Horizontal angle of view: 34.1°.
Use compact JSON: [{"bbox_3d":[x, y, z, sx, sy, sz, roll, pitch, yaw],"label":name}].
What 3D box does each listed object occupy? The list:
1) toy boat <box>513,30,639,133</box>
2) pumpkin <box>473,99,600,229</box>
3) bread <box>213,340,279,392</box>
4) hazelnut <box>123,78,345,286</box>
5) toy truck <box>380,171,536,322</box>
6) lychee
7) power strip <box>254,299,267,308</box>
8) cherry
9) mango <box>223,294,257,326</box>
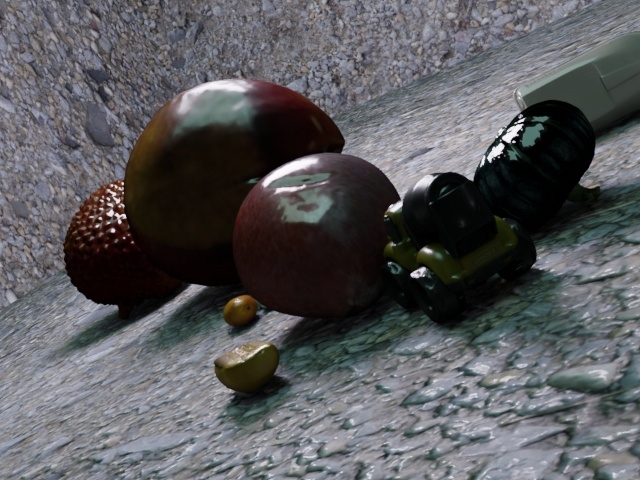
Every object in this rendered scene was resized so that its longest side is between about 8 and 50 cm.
[{"bbox_3d":[0.466,-0.253,1.762,0.269,0.141,0.141,-27,11,-8],"label":"toy boat"},{"bbox_3d":[0.290,-0.102,1.421,0.194,0.150,0.194,-27,14,7],"label":"pumpkin"},{"bbox_3d":[-0.091,0.167,1.341,0.082,0.056,0.115,-27,6,-19],"label":"bread"},{"bbox_3d":[-0.164,-0.116,1.965,0.429,0.402,0.402,-35,8,20],"label":"hazelnut"},{"bbox_3d":[0.147,-0.008,1.292,0.147,0.165,0.224,-31,11,-13],"label":"toy truck"},{"bbox_3d":[-0.412,0.017,2.234,0.275,0.305,0.276,0,-10,0],"label":"lychee"},{"bbox_3d":[-0.082,0.091,1.713,0.055,0.035,0.083,-35,16,-35],"label":"power strip"},{"bbox_3d":[0.000,0.000,1.488,0.261,0.221,0.307,-29,29,3],"label":"cherry"},{"bbox_3d":[-0.132,0.113,1.696,0.060,0.046,0.089,-30,7,-11],"label":"mango"}]
